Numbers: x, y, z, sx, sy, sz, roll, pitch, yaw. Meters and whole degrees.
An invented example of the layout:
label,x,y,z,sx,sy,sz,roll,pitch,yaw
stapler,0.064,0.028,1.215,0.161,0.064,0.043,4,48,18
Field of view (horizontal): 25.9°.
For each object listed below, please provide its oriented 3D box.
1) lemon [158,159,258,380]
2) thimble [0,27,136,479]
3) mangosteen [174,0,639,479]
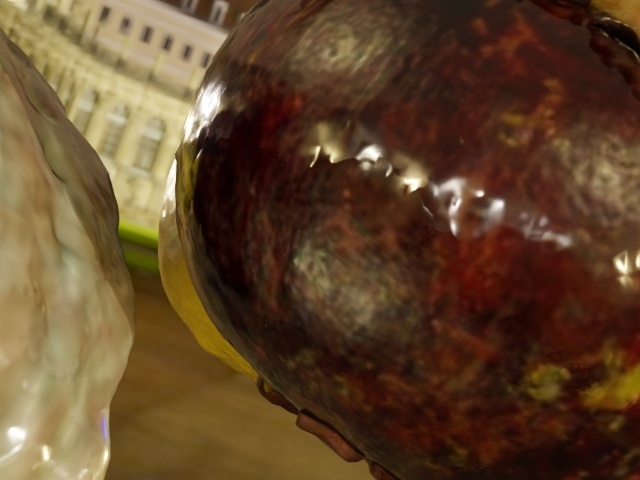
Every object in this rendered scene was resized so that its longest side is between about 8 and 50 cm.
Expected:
label,x,y,z,sx,sy,sz,roll,pitch,yaw
lemon,0.000,0.000,0.893,0.204,0.204,0.260,19,-7,-35
thimble,-0.158,0.000,0.358,0.229,0.196,0.148,17,-20,40
mangosteen,0.067,-0.027,0.394,0.192,0.217,0.192,33,6,-4
